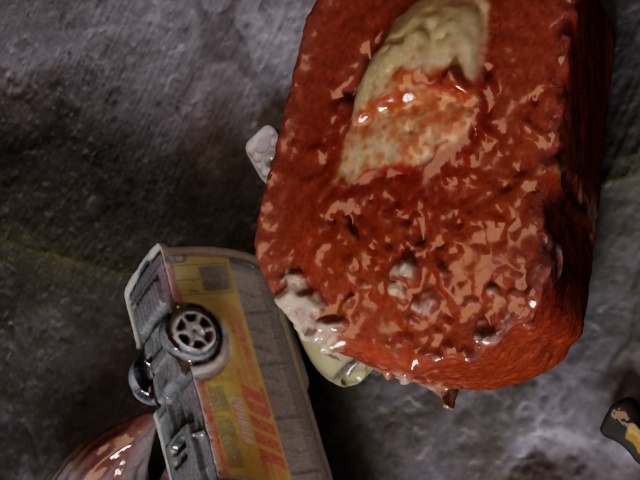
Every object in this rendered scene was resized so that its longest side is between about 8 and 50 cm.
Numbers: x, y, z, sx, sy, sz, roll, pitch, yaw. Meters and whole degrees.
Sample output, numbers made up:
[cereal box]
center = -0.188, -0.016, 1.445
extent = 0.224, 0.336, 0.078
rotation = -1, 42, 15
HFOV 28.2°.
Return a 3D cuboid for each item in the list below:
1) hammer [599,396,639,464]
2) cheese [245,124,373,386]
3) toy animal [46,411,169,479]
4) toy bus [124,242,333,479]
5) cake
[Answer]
[hammer]
center = 0.228, 0.167, 0.699
extent = 0.078, 0.021, 0.201
rotation = -46, 63, 20
[cheese]
center = 0.000, 0.000, 0.865
extent = 0.097, 0.037, 0.192
rotation = -40, 64, 22
[toy animal]
center = -0.175, 0.235, 0.919
extent = 0.324, 0.090, 0.195
rotation = -16, 84, 33
[toy bus]
center = -0.054, 0.131, 0.829
extent = 0.092, 0.106, 0.268
rotation = -48, 52, 49
[cake]
center = 0.069, -0.047, 0.741
extent = 0.177, 0.151, 0.283
rotation = 4, 80, 22
